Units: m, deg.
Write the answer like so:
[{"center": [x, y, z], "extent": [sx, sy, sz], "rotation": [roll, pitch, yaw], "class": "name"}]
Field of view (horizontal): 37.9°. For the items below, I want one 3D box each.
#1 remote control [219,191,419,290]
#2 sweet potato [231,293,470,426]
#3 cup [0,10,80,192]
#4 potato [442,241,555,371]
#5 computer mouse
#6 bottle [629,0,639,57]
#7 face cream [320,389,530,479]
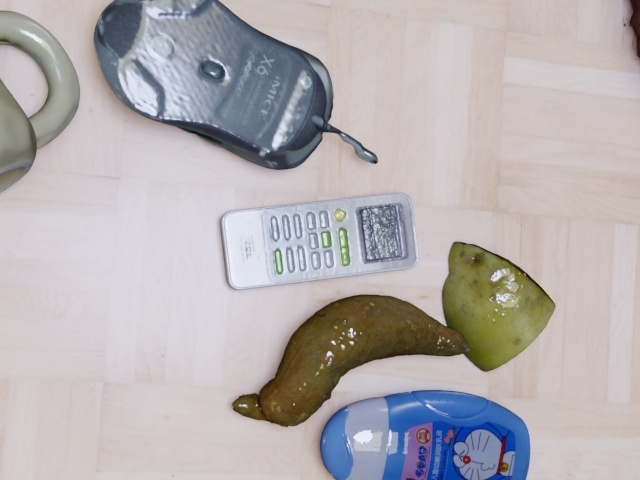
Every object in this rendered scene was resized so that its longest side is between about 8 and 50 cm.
[{"center": [0.000, 0.000, 1.180], "extent": [0.250, 0.034, 0.103], "rotation": [-6, 89, -15], "class": "remote control"}, {"center": [0.032, 0.136, 1.151], "extent": [0.310, 0.098, 0.124], "rotation": [-22, 114, -16], "class": "sweet potato"}, {"center": [-0.408, -0.148, 1.045], "extent": [0.173, 0.255, 0.202], "rotation": [-29, 94, 29], "class": "cup"}, {"center": [0.213, 0.087, 1.205], "extent": [0.149, 0.081, 0.120], "rotation": [38, 77, -10], "class": "potato"}, {"center": [-0.096, -0.179, 1.141], "extent": [0.379, 0.090, 0.167], "rotation": [27, 87, -18], "class": "computer mouse"}, {"center": [0.500, -0.307, 1.259], "extent": [0.143, 0.156, 0.271], "rotation": [-10, 85, -21], "class": "bottle"}, {"center": [0.128, 0.261, 1.173], "extent": [0.264, 0.083, 0.149], "rotation": [6, 89, -13], "class": "face cream"}]
